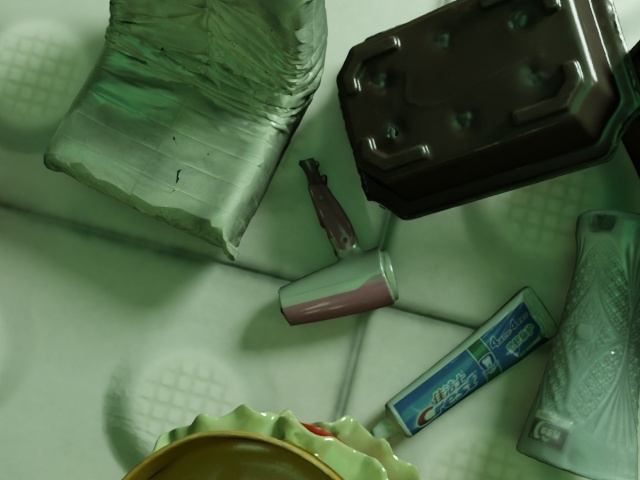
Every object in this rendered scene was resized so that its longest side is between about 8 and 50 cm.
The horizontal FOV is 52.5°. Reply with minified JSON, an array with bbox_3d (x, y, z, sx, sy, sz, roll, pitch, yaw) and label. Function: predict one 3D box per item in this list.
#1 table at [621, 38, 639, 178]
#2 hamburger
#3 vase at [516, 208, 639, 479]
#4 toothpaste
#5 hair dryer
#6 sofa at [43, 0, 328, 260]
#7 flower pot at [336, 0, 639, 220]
[{"bbox_3d":[0.362,-0.095,0.520,0.169,0.172,0.193,-22,84,6],"label":"table"},{"bbox_3d":[-0.031,0.263,0.482,0.274,0.212,0.274,-5,73,15],"label":"hamburger"},{"bbox_3d":[0.238,0.086,0.556,0.096,0.096,0.219,14,82,4],"label":"vase"},{"bbox_3d":[0.126,0.119,0.585,0.197,0.035,0.057,-36,99,-3],"label":"toothpaste"},{"bbox_3d":[0.006,-0.004,0.604,0.106,0.054,0.154,-13,73,6],"label":"hair dryer"},{"bbox_3d":[-0.119,-0.129,0.552,0.210,0.176,0.225,27,85,5],"label":"sofa"},{"bbox_3d":[0.120,-0.126,0.540,0.251,0.084,0.179,-17,82,25],"label":"flower pot"}]
